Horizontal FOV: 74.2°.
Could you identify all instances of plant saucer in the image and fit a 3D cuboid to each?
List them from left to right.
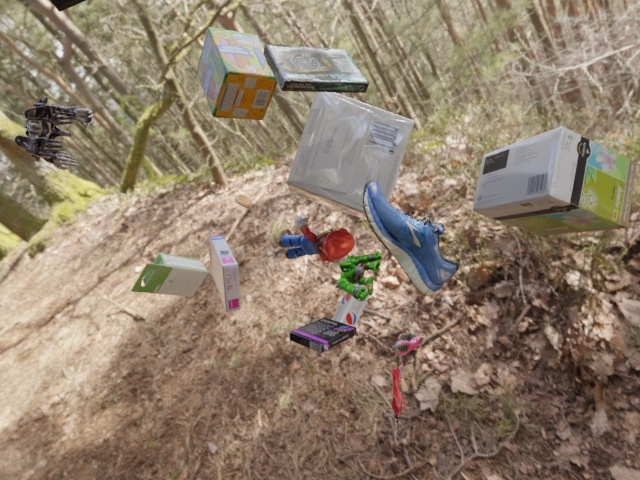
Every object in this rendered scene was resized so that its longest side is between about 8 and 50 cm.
[{"bbox_3d":[-0.345,-0.180,1.907,0.013,0.084,0.083,-52,23,28],"label":"plant saucer"}]

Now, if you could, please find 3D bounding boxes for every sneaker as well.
[{"bbox_3d":[0.229,0.280,1.168,0.057,0.119,0.047,30,112,42],"label":"sneaker"},{"bbox_3d":[0.230,-0.025,1.082,0.147,0.330,0.130,-38,5,14],"label":"sneaker"}]

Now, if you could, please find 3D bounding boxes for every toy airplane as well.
[{"bbox_3d":[0.199,0.394,1.103,0.028,0.151,0.151,-2,43,19],"label":"toy airplane"}]

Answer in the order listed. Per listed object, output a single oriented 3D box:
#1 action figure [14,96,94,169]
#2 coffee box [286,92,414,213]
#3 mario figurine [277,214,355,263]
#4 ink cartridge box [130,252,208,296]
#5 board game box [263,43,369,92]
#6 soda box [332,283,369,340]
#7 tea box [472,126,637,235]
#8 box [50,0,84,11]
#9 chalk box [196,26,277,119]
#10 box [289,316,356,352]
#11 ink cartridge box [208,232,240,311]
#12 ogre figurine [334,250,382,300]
[{"bbox_3d":[-0.627,-0.252,1.002,0.276,0.141,0.164,27,100,58],"label":"action figure"},{"bbox_3d":[0.095,-0.283,1.512,0.334,0.338,0.337,-141,70,-89],"label":"coffee box"},{"bbox_3d":[0.000,0.000,1.682,0.321,0.198,0.170,-1,74,36],"label":"mario figurine"},{"bbox_3d":[-0.451,0.102,1.257,0.109,0.209,0.062,-53,54,16],"label":"ink cartridge box"},{"bbox_3d":[-0.009,-0.346,0.854,0.186,0.026,0.126,-8,56,-25],"label":"board game box"},{"bbox_3d":[0.107,0.267,1.596,0.074,0.069,0.216,-23,32,56],"label":"soda box"},{"bbox_3d":[0.742,-0.169,1.370,0.329,0.324,0.219,169,115,-71],"label":"tea box"},{"bbox_3d":[-0.620,-0.705,0.961,0.165,0.270,0.143,-21,61,4],"label":"box"},{"bbox_3d":[-0.287,-0.563,1.390,0.180,0.179,0.288,-55,51,46],"label":"chalk box"},{"bbox_3d":[0.010,0.261,1.186,0.116,0.029,0.162,11,15,38],"label":"box"},{"bbox_3d":[-0.362,0.105,1.577,0.065,0.185,0.311,-9,27,-23],"label":"ink cartridge box"},{"bbox_3d":[0.124,0.107,1.390,0.118,0.097,0.197,7,67,25],"label":"ogre figurine"}]
